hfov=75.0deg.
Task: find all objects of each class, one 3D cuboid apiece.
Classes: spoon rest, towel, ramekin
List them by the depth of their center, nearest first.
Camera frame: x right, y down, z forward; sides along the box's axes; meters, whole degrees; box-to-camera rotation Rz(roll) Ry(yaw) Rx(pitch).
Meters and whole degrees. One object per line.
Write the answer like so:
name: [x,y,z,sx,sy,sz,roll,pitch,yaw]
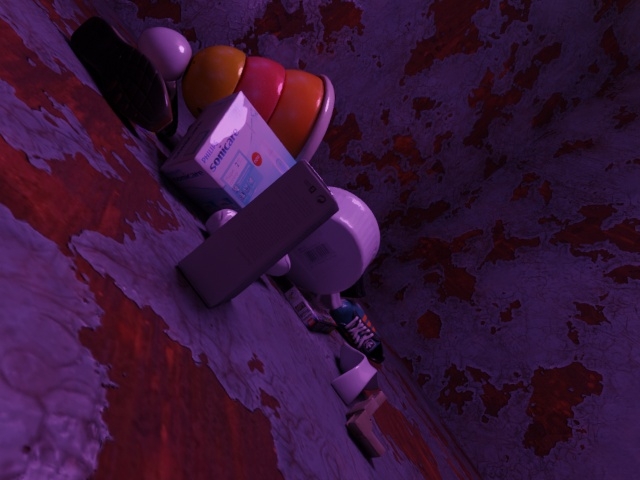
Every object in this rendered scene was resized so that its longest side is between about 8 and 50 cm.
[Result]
towel: [-0.412,-0.267,0.968,0.083,0.009,0.060,49,4,-43]
spoon rest: [0.090,0.303,0.969,0.137,0.084,0.276,52,4,10]
ramekin: [0.009,0.009,1.108,0.277,0.277,0.135,51,31,-10]

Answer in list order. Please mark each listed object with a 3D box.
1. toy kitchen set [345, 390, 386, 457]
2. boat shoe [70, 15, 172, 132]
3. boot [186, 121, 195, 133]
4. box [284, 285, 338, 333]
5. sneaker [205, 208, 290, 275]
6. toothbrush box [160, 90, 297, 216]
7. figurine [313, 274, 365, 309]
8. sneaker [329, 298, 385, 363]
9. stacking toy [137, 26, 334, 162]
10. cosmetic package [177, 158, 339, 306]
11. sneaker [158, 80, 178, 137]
toy kitchen set: [0.091,0.336,0.763,0.075,0.083,0.068,52,-39,6]
boat shoe: [-0.424,-0.363,0.937,0.324,0.123,0.120,52,-3,17]
boot: [-0.221,-0.171,1.400,0.445,0.146,0.367,49,10,19]
box: [-0.021,0.190,1.118,0.114,0.036,0.207,52,3,21]
sneaker: [-0.138,0.037,0.859,0.232,0.090,0.115,35,20,-46]
toothbrush box: [-0.173,-0.144,0.950,0.126,0.216,0.295,-6,-42,38]
figurine: [0.054,0.091,1.314,0.215,0.092,0.209,-13,104,-49]
sneaker: [0.139,0.311,1.408,0.302,0.108,0.121,51,-2,-38]
stacking toy: [-0.237,-0.380,1.093,0.480,0.350,0.350,25,15,-27]
cosmetic package: [-0.084,-0.009,0.620,0.085,0.231,0.117,52,2,4]
sneaker: [-0.445,-0.380,1.120,0.107,0.119,0.279,109,-28,-50]
